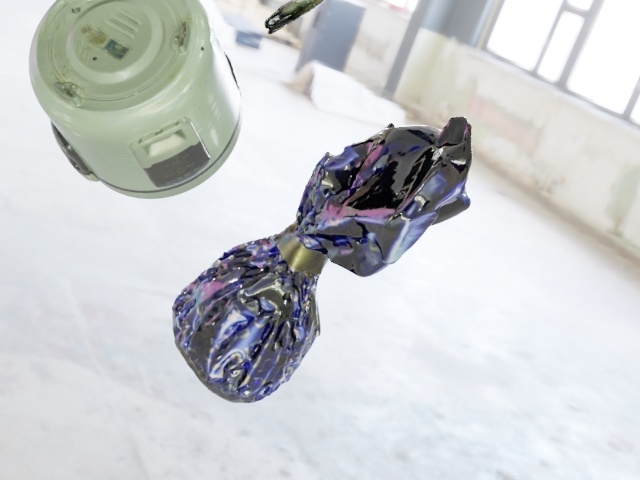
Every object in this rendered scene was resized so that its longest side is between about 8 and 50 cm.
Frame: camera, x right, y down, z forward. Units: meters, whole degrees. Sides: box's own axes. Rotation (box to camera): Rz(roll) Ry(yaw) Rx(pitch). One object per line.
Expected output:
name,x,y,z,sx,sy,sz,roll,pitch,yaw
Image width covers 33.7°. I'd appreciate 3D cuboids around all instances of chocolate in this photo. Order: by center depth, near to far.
chocolate,0.004,0.000,0.863,0.126,0.343,0.148,41,40,-4

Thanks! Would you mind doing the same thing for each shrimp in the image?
shrimp,-0.031,-0.310,1.298,0.051,0.198,0.262,54,38,6

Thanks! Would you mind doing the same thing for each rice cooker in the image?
rice cooker,-0.206,-0.168,1.215,0.226,0.226,0.244,24,-16,13
